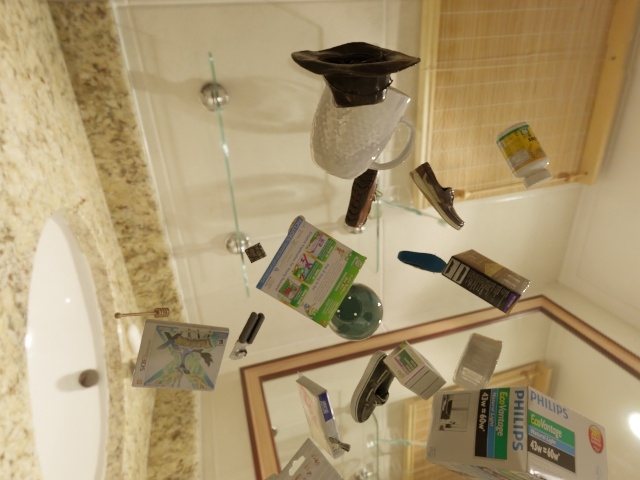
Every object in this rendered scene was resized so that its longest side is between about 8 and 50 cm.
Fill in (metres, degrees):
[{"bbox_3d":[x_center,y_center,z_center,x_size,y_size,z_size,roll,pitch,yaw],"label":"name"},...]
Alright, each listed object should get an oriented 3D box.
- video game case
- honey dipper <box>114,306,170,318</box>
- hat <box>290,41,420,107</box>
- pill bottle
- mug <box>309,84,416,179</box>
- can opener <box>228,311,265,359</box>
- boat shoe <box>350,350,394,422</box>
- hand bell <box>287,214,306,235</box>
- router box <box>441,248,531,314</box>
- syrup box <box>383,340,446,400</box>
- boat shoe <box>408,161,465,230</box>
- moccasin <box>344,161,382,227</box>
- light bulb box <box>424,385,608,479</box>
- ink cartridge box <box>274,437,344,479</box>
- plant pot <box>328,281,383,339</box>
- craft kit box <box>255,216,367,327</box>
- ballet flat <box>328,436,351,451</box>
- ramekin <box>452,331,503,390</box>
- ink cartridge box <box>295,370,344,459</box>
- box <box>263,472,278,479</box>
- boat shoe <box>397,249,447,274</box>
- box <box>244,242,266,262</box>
[{"bbox_3d":[-0.568,0.475,1.630,0.036,0.330,0.299,-134,-121,-65],"label":"video game case"},{"bbox_3d":[-0.501,0.205,1.122,0.161,0.031,0.030,12,60,-56],"label":"honey dipper"},{"bbox_3d":[0.087,-0.414,1.032,0.331,0.332,0.133,-117,-161,-51],"label":"hat"},{"bbox_3d":[0.691,-0.284,1.350,0.117,0.118,0.208,121,-51,-70],"label":"pill bottle"},{"bbox_3d":[0.153,-0.375,1.375,0.276,0.375,0.327,-104,-144,-58],"label":"mug"},{"bbox_3d":[-0.348,0.440,1.844,0.280,0.074,0.093,-60,-139,19],"label":"can opener"},{"bbox_3d":[0.220,0.623,1.637,0.119,0.121,0.334,30,-70,45],"label":"boat shoe"},{"bbox_3d":[0.000,0.000,1.593,0.242,0.126,0.126,25,-43,23],"label":"hand bell"},{"bbox_3d":[0.591,0.132,1.408,0.243,0.309,0.080,34,-70,27],"label":"router box"},{"bbox_3d":[0.297,0.407,1.235,0.237,0.096,0.093,46,2,-46],"label":"syrup box"},{"bbox_3d":[0.438,-0.160,1.442,0.285,0.092,0.103,48,20,-5],"label":"boat shoe"},{"bbox_3d":[0.253,-0.250,2.221,0.139,0.147,0.379,20,-75,36],"label":"moccasin"},{"bbox_3d":[0.585,0.621,1.216,0.361,0.358,0.225,-35,-150,53],"label":"light bulb box"},{"bbox_3d":[-0.022,0.615,0.988,0.179,0.145,0.045,47,-43,6],"label":"ink cartridge box"},{"bbox_3d":[0.147,0.330,1.906,0.195,0.291,0.289,49,25,-70],"label":"plant pot"},{"bbox_3d":[-0.026,0.095,1.208,0.249,0.247,0.061,-58,-176,-4],"label":"craft kit box"},{"bbox_3d":[0.082,0.891,1.733,0.041,0.115,0.041,-53,-163,24],"label":"ballet flat"},{"bbox_3d":[0.700,0.550,1.794,0.135,0.277,0.277,23,-45,22],"label":"ramekin"},{"bbox_3d":[-0.027,0.840,1.948,0.330,0.072,0.323,-5,-78,62],"label":"ink cartridge box"},{"bbox_3d":[-0.198,0.873,1.123,0.215,0.346,0.168,-4,-74,56],"label":"box"},{"bbox_3d":[0.527,0.102,2.046,0.108,0.259,0.089,-65,153,-6],"label":"boat shoe"},{"bbox_3d":[-0.274,0.052,1.681,0.067,0.083,0.018,62,31,-5],"label":"box"}]
